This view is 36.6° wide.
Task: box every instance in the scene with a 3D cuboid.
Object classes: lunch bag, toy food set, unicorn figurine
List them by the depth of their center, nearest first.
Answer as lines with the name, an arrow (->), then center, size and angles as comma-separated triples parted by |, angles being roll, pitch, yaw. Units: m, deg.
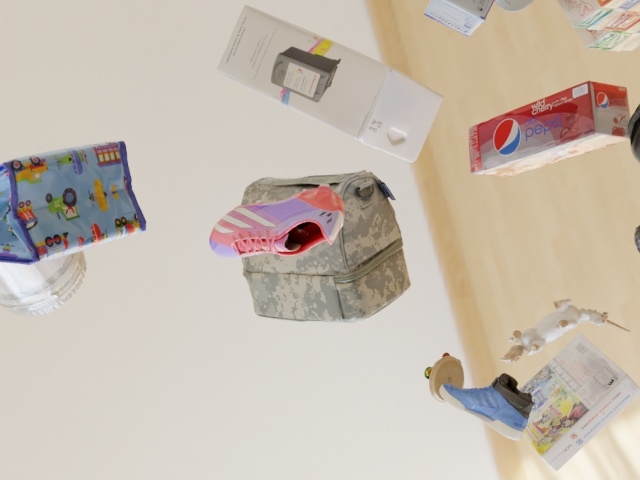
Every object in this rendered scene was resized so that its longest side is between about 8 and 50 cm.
unicorn figurine -> 0.320, 0.117, 1.300 | 0.111, 0.162, 0.060 | 17, -125, -63
lunch bag -> -0.433, -0.034, 1.340 | 0.293, 0.221, 0.138 | -10, 96, 32
toy food set -> 0.212, 0.233, 1.631 | 0.020, 0.083, 0.083 | 8, 118, 54
lunch bag -> 0.000, 0.000, 1.808 | 0.305, 0.212, 0.256 | 2, 115, 43

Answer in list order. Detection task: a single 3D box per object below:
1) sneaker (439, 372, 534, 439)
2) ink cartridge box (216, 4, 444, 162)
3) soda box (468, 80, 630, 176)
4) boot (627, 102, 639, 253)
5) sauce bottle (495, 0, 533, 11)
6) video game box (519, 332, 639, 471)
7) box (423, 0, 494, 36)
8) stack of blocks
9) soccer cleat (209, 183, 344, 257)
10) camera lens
sneaker -> 0.260, 0.237, 1.496 | 0.152, 0.058, 0.085 | 28, 97, 40
ink cartridge box -> 0.018, -0.259, 1.602 | 0.306, 0.226, 0.131 | 28, 100, 28
soda box -> 0.353, -0.169, 1.513 | 0.263, 0.092, 0.083 | -16, 76, 54
boot -> 0.460, -0.066, 1.188 | 0.260, 0.131, 0.348 | -55, 17, -12
sauce bottle -> 0.315, -0.515, 1.701 | 0.344, 0.111, 0.111 | -87, 6, -48
video game box -> 0.406, 0.260, 1.583 | 0.048, 0.187, 0.205 | 46, -175, -14
box -> 0.196, -0.341, 1.237 | 0.126, 0.072, 0.137 | -64, 2, 4
stack of blocks -> 0.418, -0.343, 1.312 | 0.171, 0.297, 0.087 | -36, 76, 36
soccer cleat -> -0.073, -0.010, 1.433 | 0.083, 0.248, 0.095 | 49, -142, -35
camera lens -> -0.616, 0.000, 1.952 | 0.274, 0.219, 0.219 | 73, 177, -51
